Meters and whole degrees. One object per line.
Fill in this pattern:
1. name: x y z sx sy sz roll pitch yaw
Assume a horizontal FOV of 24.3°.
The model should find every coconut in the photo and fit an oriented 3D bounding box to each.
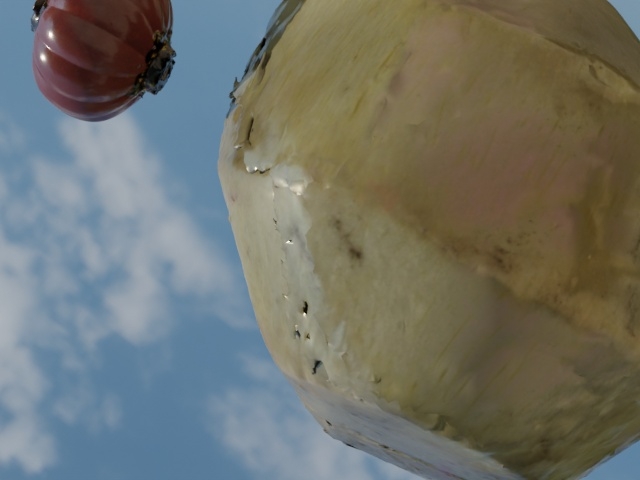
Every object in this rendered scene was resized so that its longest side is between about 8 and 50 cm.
1. coconut: 0.099 -0.023 0.947 0.352 0.352 0.352 30 -152 -18

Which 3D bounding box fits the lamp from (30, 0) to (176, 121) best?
1. lamp: -0.137 -0.127 0.939 0.092 0.107 0.107 29 -154 3
